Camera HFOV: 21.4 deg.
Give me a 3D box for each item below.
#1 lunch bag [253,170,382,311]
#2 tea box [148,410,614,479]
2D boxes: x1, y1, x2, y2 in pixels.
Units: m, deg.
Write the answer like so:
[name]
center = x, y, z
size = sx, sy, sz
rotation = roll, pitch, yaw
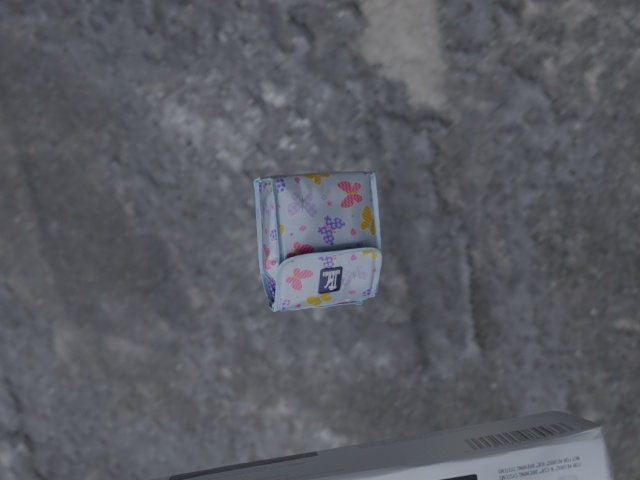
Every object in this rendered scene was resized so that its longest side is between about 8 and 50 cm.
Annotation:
[lunch bag]
center = 0.000, 0.000, 1.041
size = 0.053, 0.071, 0.083
rotation = -169, 76, -72
[tea box]
center = 0.052, 0.308, 1.202
size = 0.220, 0.329, 0.324
rotation = 126, 134, -87
